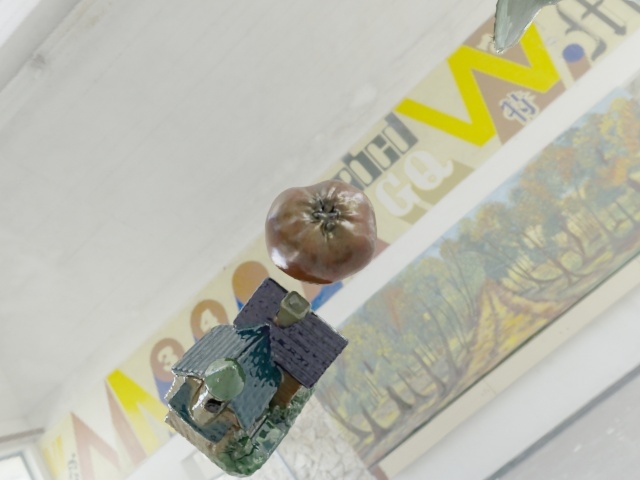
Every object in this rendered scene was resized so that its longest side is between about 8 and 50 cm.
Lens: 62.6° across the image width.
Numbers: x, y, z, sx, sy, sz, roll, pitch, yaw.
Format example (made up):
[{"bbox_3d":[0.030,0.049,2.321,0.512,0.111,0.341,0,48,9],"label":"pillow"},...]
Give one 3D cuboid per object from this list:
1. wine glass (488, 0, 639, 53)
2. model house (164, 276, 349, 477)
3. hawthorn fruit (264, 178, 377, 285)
[{"bbox_3d":[0.285,-0.160,0.352,0.143,0.321,0.143,-51,-25,-34],"label":"wine glass"},{"bbox_3d":[-0.107,0.235,0.991,0.312,0.245,0.280,-43,-9,-49],"label":"model house"},{"bbox_3d":[0.000,0.000,0.958,0.199,0.199,0.251,-34,-14,-15],"label":"hawthorn fruit"}]
